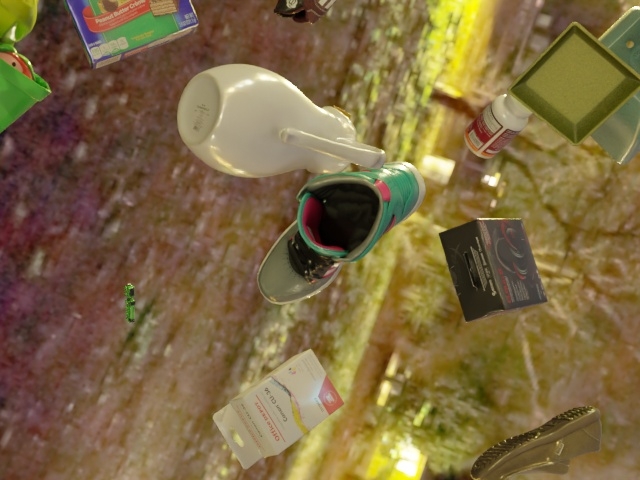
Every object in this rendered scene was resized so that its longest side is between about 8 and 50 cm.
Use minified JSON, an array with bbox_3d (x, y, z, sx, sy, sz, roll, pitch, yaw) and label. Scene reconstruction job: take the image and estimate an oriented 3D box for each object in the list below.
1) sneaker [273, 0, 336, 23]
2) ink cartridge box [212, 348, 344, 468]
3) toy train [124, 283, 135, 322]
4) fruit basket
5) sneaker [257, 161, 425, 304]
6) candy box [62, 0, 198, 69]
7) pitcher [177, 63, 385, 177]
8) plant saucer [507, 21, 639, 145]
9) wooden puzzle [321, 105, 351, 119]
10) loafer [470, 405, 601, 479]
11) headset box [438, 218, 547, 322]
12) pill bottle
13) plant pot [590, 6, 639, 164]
[{"bbox_3d":[-0.060,-0.548,1.893,0.106,0.281,0.162,14,126,-46],"label":"sneaker"},{"bbox_3d":[-0.071,0.287,1.572,0.198,0.115,0.067,-33,-179,-32],"label":"ink cartridge box"},{"bbox_3d":[-0.374,0.125,1.824,0.017,0.023,0.083,-13,114,-34],"label":"toy train"},{"bbox_3d":[-0.755,-0.470,2.077,0.392,0.392,0.283,-71,-158,9],"label":"fruit basket"},{"bbox_3d":[0.000,0.000,1.264,0.295,0.124,0.178,-40,169,21],"label":"sneaker"},{"bbox_3d":[-0.464,-0.592,2.125,0.268,0.317,0.122,-24,-174,-14],"label":"candy box"},{"bbox_3d":[-0.042,-0.124,1.056,0.207,0.178,0.125,9,98,-43],"label":"pitcher"},{"bbox_3d":[0.495,-0.308,1.798,0.188,0.188,0.045,-47,-168,33],"label":"plant saucer"},{"bbox_3d":[0.018,-0.255,2.052,0.116,0.078,0.014,-60,-169,-25],"label":"wooden puzzle"},{"bbox_3d":[0.221,0.213,0.920,0.148,0.050,0.056,-23,176,-9],"label":"loafer"},{"bbox_3d":[0.398,0.066,2.147,0.293,0.110,0.218,-1,72,-56],"label":"headset box"},{"bbox_3d":[0.371,-0.243,1.907,0.152,0.086,0.086,-46,-169,47],"label":"pill bottle"},{"bbox_3d":[0.671,-0.352,1.981,0.248,0.247,0.252,-44,170,0],"label":"plant pot"}]
